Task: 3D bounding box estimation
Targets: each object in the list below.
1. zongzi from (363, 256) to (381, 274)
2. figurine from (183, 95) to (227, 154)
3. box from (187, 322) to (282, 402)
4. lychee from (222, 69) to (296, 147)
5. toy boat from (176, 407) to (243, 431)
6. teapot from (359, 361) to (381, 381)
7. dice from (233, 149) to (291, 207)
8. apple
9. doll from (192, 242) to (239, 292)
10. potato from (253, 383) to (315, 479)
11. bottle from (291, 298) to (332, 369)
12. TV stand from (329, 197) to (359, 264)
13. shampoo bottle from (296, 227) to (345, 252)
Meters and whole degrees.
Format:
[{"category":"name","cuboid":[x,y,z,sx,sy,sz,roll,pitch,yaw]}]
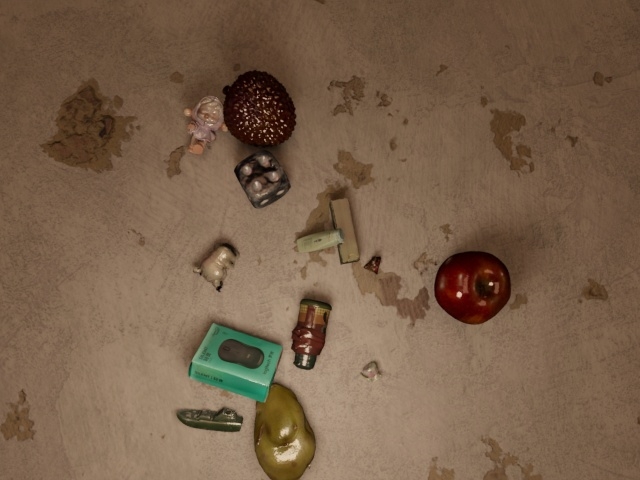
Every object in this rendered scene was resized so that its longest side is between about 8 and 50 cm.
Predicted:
[{"category":"zongzi","cuboid":[0.228,0.090,1.746,0.067,0.073,0.083,28,79,22]},{"category":"figurine","cuboid":[-0.500,-0.503,1.795,0.200,0.133,0.276,22,85,-10]},{"category":"box","cuboid":[-0.321,0.467,1.592,0.311,0.205,0.118,18,123,2]},{"category":"lychee","cuboid":[-0.256,-0.536,1.711,0.330,0.306,0.306,31,81,-6]},{"category":"toy boat","cuboid":[-0.435,0.696,1.623,0.260,0.078,0.085,8,98,-1]},{"category":"teapot","cuboid":[0.204,0.542,1.682,0.083,0.064,0.064,-36,91,25]},{"category":"dice","cuboid":[-0.244,-0.254,1.733,0.183,0.181,0.182,-31,81,-6]},{"category":"apple","cuboid":[0.586,0.178,1.620,0.288,0.317,0.288,0,84,0]},{"category":"doll","cuboid":[-0.426,0.100,1.714,0.149,0.095,0.192,31,79,1]},{"category":"potato","cuboid":[-0.147,0.725,1.575,0.218,0.202,0.351,-25,69,6]},{"category":"bottle","cuboid":[-0.042,0.379,1.661,0.156,0.143,0.271,21,75,-38]},{"category":"TV stand","cuboid":[0.101,-0.037,1.753,0.082,0.088,0.270,-9,83,-5]},{"category":"shampoo bottle","cuboid":[0.000,0.000,1.715,0.212,0.049,0.072,-17,75,28]}]
